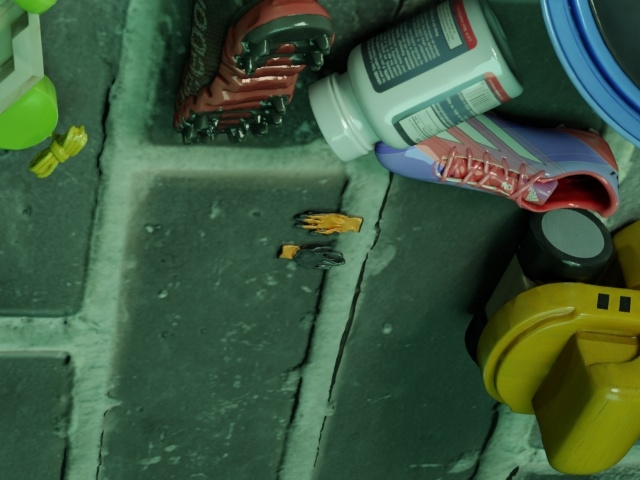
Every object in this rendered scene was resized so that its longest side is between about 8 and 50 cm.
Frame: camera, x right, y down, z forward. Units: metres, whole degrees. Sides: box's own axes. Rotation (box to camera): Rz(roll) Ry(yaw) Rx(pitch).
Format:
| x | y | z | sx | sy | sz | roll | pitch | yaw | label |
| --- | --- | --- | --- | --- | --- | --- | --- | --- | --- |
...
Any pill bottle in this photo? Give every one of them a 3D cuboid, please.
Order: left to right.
| x | y | z | sx | sy | sz | roll | pitch | yaw | label |
| --- | --- | --- | --- | --- | --- | --- | --- | --- | --- |
| 0.085 | -0.146 | 1.673 | 0.180 | 0.108 | 0.108 | -25 | 136 | 14 | pill bottle |

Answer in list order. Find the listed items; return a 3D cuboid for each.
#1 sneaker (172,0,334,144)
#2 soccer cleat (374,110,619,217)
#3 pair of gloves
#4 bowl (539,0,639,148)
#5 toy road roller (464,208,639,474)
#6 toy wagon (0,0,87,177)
| x | y | z | sx | sy | sz | roll | pitch | yaw | label |
| --- | --- | --- | --- | --- | --- | --- | --- | --- | --- |
| -0.070 | -0.178 | 1.618 | 0.098 | 0.135 | 0.276 | -6 | 162 | -23 | sneaker |
| 0.177 | -0.073 | 1.780 | 0.248 | 0.095 | 0.083 | 5 | 135 | -17 | soccer cleat |
| 0.000 | 0.000 | 1.882 | 0.074 | 0.010 | 0.083 | 8 | 135 | -19 | pair of gloves |
| 0.377 | -0.238 | 1.501 | 0.391 | 0.077 | 0.391 | 3 | 102 | 15 | bowl |
| 0.323 | 0.123 | 1.911 | 0.329 | 0.240 | 0.202 | 7 | 135 | -19 | toy road roller |
| -0.351 | -0.166 | 1.591 | 0.267 | 0.068 | 0.344 | -36 | 133 | 25 | toy wagon |
